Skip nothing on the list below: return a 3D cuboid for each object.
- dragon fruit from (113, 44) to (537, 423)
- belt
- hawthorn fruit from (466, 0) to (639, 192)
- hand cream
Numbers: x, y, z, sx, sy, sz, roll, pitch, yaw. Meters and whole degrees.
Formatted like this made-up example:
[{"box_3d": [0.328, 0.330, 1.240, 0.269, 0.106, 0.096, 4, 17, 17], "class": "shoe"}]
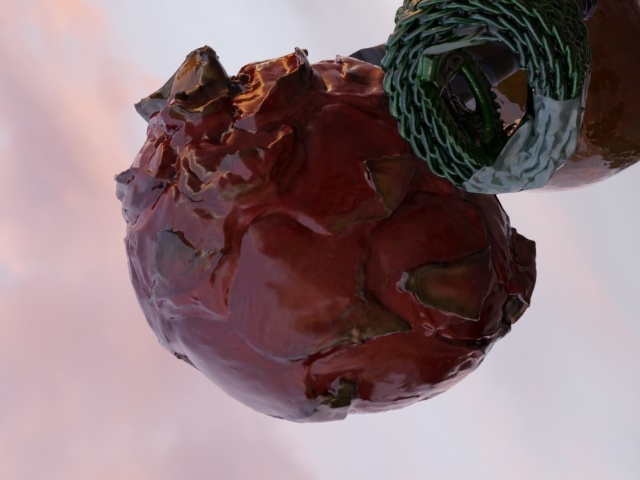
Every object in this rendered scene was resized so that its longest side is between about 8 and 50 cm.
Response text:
[{"box_3d": [0.000, 0.000, 1.182, 0.342, 0.277, 0.277, 40, -158, -16], "class": "dragon fruit"}, {"box_3d": [0.102, -0.093, 0.941, 0.079, 0.121, 0.151, -74, -31, -50], "class": "belt"}, {"box_3d": [0.280, -0.190, 1.723, 0.268, 0.301, 0.268, -17, -90, -74], "class": "hawthorn fruit"}, {"box_3d": [0.140, -0.165, 1.343, 0.271, 0.058, 0.091, -29, -86, -34], "class": "hand cream"}]
